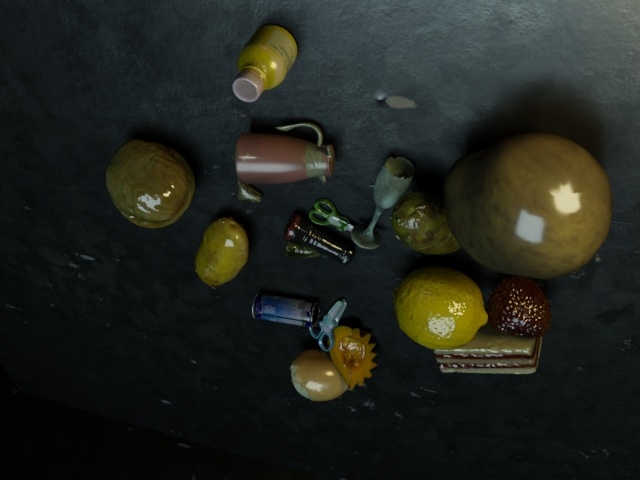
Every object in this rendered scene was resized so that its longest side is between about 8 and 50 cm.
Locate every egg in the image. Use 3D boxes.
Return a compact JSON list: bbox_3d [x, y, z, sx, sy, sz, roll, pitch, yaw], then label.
[{"bbox_3d":[0.008,0.516,2.539,0.244,0.201,0.201,-3,134,8],"label":"egg"}]

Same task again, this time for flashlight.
[{"bbox_3d":[0.000,0.000,2.086,0.232,0.093,0.093,26,139,-12],"label":"flashlight"}]

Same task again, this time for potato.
[{"bbox_3d":[-0.332,0.044,2.230,0.173,0.140,0.300,32,133,-1],"label":"potato"},{"bbox_3d":[0.310,-0.039,1.809,0.298,0.141,0.176,22,146,-40],"label":"potato"}]

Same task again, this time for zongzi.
[{"bbox_3d":[-0.220,-0.161,2.048,0.076,0.040,0.083,7,120,7],"label":"zongzi"},{"bbox_3d":[-0.044,0.038,2.181,0.154,0.062,0.130,6,160,-5],"label":"zongzi"}]

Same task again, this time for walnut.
[{"bbox_3d":[-0.522,-0.172,2.019,0.283,0.283,0.227,18,179,5],"label":"walnut"}]

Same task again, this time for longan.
[{"bbox_3d":[0.492,-0.085,1.581,0.404,0.336,0.404,32,156,16],"label":"longan"}]

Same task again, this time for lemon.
[{"bbox_3d":[0.354,0.200,2.008,0.310,0.253,0.253,16,140,28],"label":"lemon"}]

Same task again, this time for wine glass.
[{"bbox_3d":[0.257,-0.099,1.903,0.264,0.096,0.309,5,141,-15],"label":"wine glass"}]

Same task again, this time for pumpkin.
[{"bbox_3d":[0.119,0.406,2.455,0.149,0.130,0.254,20,117,49],"label":"pumpkin"}]

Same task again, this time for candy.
[{"bbox_3d":[0.539,0.325,2.114,0.320,0.179,0.135,-4,132,26],"label":"candy"}]

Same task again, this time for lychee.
[{"bbox_3d":[0.589,0.197,1.965,0.188,0.188,0.188,12,138,11],"label":"lychee"}]

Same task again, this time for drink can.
[{"bbox_3d":[-0.123,0.254,2.394,0.235,0.097,0.097,6,136,17],"label":"drink can"}]

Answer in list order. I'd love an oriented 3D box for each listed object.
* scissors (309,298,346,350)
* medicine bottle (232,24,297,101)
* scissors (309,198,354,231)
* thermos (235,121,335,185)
[{"bbox_3d":[0.035,0.294,2.395,0.125,0.030,0.256,49,135,22],"label":"scissors"},{"bbox_3d":[-0.143,-0.420,1.597,0.122,0.212,0.122,13,138,12],"label":"medicine bottle"},{"bbox_3d":[0.065,-0.053,2.036,0.204,0.027,0.101,29,140,-5],"label":"scissors"},{"bbox_3d":[-0.092,-0.239,1.838,0.265,0.146,0.176,1,110,11],"label":"thermos"}]
